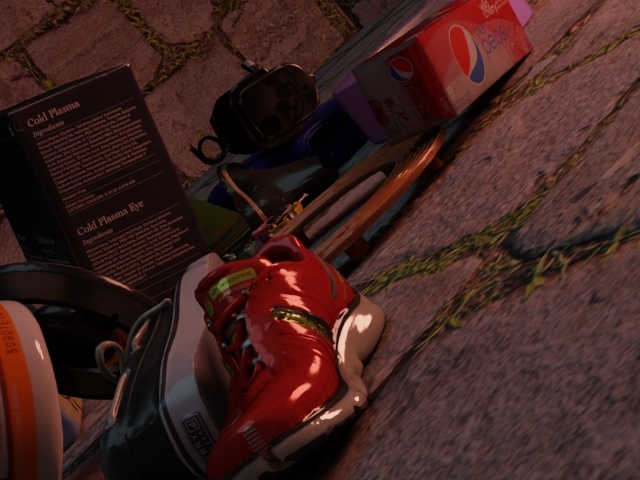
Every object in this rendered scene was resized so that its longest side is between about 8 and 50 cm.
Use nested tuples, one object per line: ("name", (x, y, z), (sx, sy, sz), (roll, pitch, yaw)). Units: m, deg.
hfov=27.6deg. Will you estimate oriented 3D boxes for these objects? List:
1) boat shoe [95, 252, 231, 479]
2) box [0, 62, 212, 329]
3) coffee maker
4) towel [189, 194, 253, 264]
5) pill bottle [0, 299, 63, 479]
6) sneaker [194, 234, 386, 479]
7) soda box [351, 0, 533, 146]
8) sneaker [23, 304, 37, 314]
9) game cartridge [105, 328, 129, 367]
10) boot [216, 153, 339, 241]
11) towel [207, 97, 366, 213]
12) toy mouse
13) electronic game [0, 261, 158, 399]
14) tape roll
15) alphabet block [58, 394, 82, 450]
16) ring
("boat shoe", (-0.107, 0.103, 0.999), (0.105, 0.113, 0.306), (-25, 21, 9))
("box", (-0.327, -0.060, 1.819), (0.179, 0.312, 0.343), (-28, 13, -21))
("coffee maker", (-0.091, -0.172, 1.854), (0.171, 0.120, 0.178), (-57, 10, -6))
("towel", (-0.171, -0.013, 1.895), (0.102, 0.021, 0.237), (-43, 27, -16))
("pill bottle", (-0.440, 0.174, 1.109), (0.392, 0.224, 0.224), (-3, -11, -28))
("sneaker", (-0.039, 0.073, 0.833), (0.107, 0.118, 0.279), (-39, 9, 16))
("soda box", (0.134, -0.190, 1.359), (0.083, 0.092, 0.263), (-23, 11, 33))
("sneaker", (-0.421, 0.169, 1.792), (0.118, 0.110, 0.292), (-30, 22, 17))
("game cartridge", (-0.355, 0.178, 1.902), (0.285, 0.052, 0.323), (-40, 12, 8))
("boot", (-0.057, -0.083, 1.769), (0.137, 0.077, 0.198), (-36, 34, 0))
("towel", (-0.021, -0.133, 1.938), (0.228, 0.076, 0.308), (-43, 10, -35))
("toy mouse", (-0.065, 0.000, 1.581), (0.143, 0.031, 0.161), (-34, 10, 36))
("electronic game", (-0.247, 0.093, 1.302), (0.229, 0.229, 0.048), (-32, 37, 44))
("tape roll", (0.146, -0.250, 1.724), (0.275, 0.090, 0.275), (-41, 9, 7))
("alphabet block", (-0.412, 0.205, 1.540), (0.193, 0.192, 0.197), (-40, 10, -5))
("ring", (0.000, 0.000, 1.316), (0.336, 0.032, 0.336), (-40, 9, 8))
